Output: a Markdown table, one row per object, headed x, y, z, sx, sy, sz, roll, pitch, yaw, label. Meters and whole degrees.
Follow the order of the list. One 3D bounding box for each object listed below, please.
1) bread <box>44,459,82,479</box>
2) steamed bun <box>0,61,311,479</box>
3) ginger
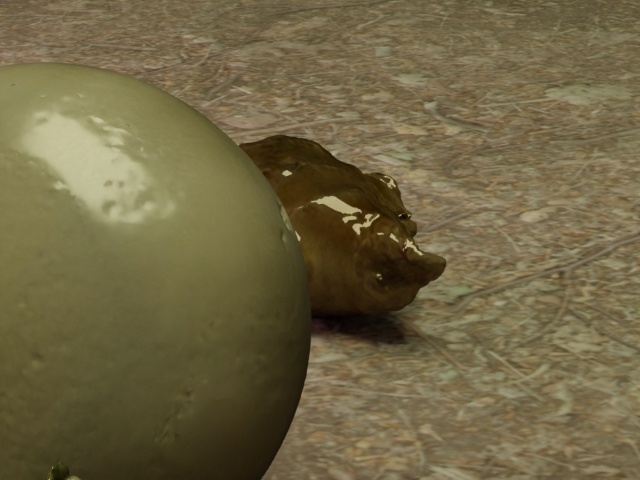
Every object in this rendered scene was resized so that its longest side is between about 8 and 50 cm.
| x | y | z | sx | sy | sz | roll | pitch | yaw | label |
| --- | --- | --- | --- | --- | --- | --- | --- | --- | --- |
| -0.180 | 0.245 | 0.867 | 0.178 | 0.142 | 0.266 | -38 | 3 | 32 | bread |
| -0.169 | 0.051 | 1.094 | 0.324 | 0.324 | 0.206 | 10 | 0 | 27 | steamed bun |
| 0.000 | 0.000 | 1.526 | 0.270 | 0.123 | 0.219 | 26 | 35 | 33 | ginger |
